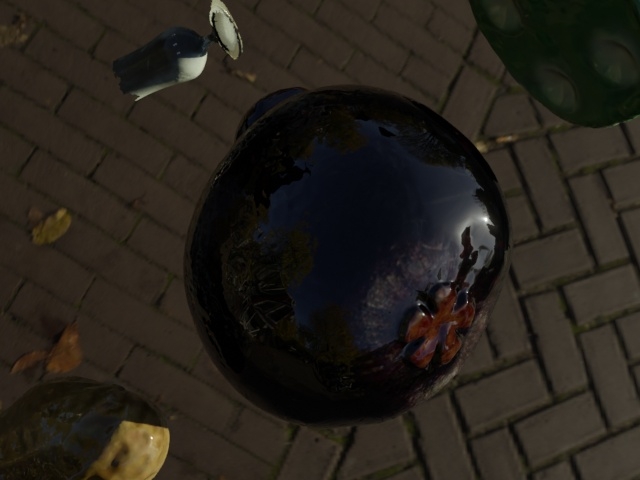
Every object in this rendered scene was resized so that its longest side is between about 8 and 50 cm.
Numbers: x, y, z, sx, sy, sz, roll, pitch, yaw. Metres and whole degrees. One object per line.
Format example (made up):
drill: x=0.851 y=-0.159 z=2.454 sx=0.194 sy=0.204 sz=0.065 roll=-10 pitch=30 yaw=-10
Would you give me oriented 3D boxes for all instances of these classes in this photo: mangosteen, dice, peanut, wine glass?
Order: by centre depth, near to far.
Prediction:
wine glass: x=-0.093 y=-0.121 z=0.680 sx=0.042 sy=0.083 sz=0.039 roll=68 pitch=24 yaw=-5
peanut: x=-0.226 y=0.167 z=0.855 sx=0.226 sy=0.095 sz=0.108 roll=-15 pitch=61 yaw=18
mangosteen: x=0.000 y=0.000 z=0.864 sx=0.275 sy=0.302 sz=0.275 roll=-18 pitch=125 yaw=-28
dice: x=0.370 y=-0.323 z=1.258 sx=0.287 sy=0.297 sz=0.300 roll=-40 pitch=98 yaw=-20
